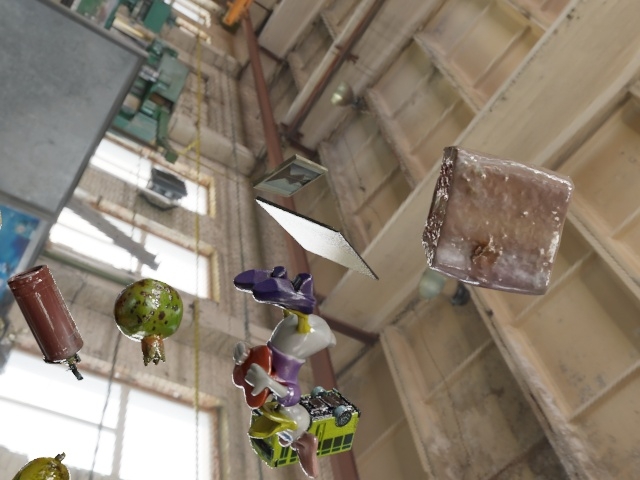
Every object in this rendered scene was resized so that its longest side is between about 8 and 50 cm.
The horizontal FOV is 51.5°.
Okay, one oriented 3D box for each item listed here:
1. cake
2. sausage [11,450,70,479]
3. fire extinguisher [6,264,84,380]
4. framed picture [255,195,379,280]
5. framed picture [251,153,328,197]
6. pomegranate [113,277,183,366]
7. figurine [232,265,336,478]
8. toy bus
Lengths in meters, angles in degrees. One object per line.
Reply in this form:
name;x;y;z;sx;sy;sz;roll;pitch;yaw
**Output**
cake;0.327;-0.047;1.289;0.309;0.230;0.237;-71;176;-79
sausage;-0.678;0.627;1.475;0.123;0.123;0.347;-12;-137;59
fire extinguisher;-0.613;0.195;1.515;0.104;0.269;0.105;-18;-166;5
framed picture;0.000;0.000;1.714;0.255;0.339;0.014;24;-101;28
framed picture;-0.079;-0.172;1.807;0.150;0.203;0.015;-31;-106;18
pomegranate;-0.392;0.183;1.522;0.159;0.159;0.205;-38;-124;42
figurine;-0.065;0.244;1.247;0.154;0.193;0.421;33;-60;55
toy bus;-0.044;0.464;1.642;0.128;0.262;0.150;30;-67;49
